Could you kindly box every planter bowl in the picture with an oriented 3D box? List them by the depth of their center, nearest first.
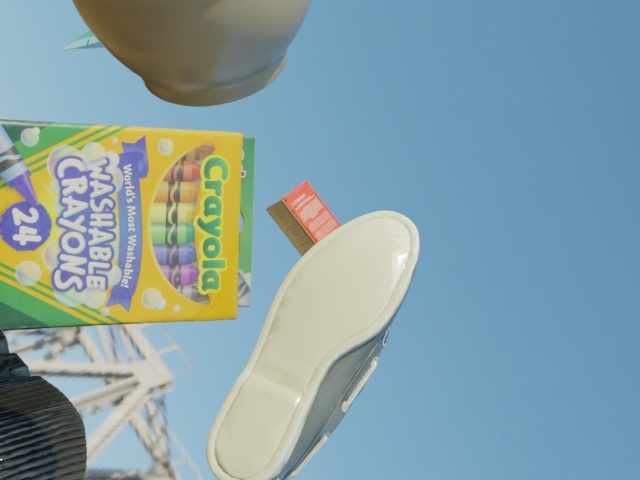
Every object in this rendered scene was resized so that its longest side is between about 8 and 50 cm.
[{"bbox_3d":[-0.073,-0.152,0.646,0.162,0.162,0.109,47,-24,43],"label":"planter bowl"}]

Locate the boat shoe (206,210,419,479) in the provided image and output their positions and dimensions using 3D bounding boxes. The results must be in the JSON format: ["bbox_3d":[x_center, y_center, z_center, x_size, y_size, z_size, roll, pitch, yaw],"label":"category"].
[{"bbox_3d":[0.001,0.114,1.066,0.116,0.319,0.099,28,-12,26],"label":"boat shoe"}]

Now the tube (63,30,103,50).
[{"bbox_3d":[-0.292,-0.306,1.527,0.080,0.207,0.052,-15,-75,21],"label":"tube"}]

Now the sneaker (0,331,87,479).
[{"bbox_3d":[-0.334,0.211,1.087,0.330,0.122,0.146,39,-52,47],"label":"sneaker"}]

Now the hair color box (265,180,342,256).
[{"bbox_3d":[0.000,0.000,1.270,0.141,0.043,0.072,53,-20,-6],"label":"hair color box"}]

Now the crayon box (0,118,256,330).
[{"bbox_3d":[-0.198,-0.018,1.092,0.083,0.322,0.203,9,-82,59],"label":"crayon box"}]
